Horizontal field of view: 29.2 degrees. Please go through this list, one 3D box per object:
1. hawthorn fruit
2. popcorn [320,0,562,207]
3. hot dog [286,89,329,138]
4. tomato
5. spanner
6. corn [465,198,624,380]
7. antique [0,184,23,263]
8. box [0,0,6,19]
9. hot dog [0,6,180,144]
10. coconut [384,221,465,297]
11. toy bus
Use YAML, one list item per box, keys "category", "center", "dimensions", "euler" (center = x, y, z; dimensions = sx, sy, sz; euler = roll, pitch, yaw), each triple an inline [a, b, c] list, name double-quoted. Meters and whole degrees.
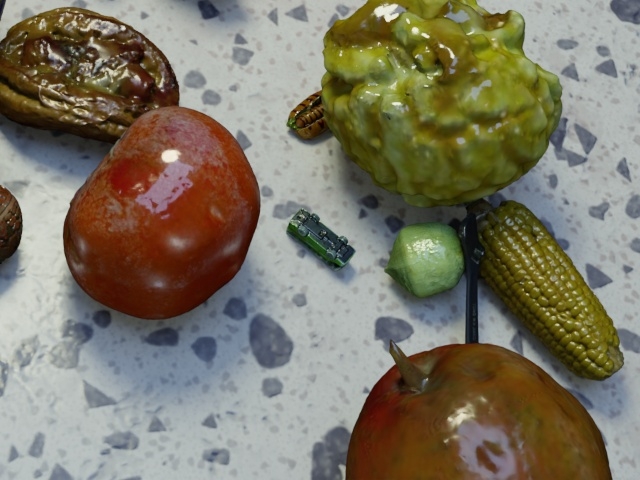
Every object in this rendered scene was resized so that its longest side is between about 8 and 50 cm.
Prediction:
- category: "hawthorn fruit"
  center: [0.146, 0.217, 1.219]
  dimensions: [0.277, 0.277, 0.298]
  euler: [-36, 107, -26]
- category: "popcorn"
  center: [0.144, -0.165, 1.425]
  dimensions: [0.282, 0.247, 0.282]
  euler: [2, 48, -2]
- category: "hot dog"
  center: [0.010, -0.168, 1.526]
  dimensions: [0.122, 0.037, 0.049]
  euler: [-39, 82, -25]
- category: "tomato"
  center: [-0.161, -0.027, 1.313]
  dimensions: [0.189, 0.232, 0.232]
  euler: [36, 60, -10]
- category: "spanner"
  center: [0.173, 0.072, 1.409]
  dimensions: [0.046, 0.012, 0.208]
  euler: [2, 88, -52]
- category: "corn"
  center: [0.261, 0.053, 1.446]
  dimensions: [0.097, 0.097, 0.261]
  euler: [-33, 77, -26]
- category: "antique"
  center: [-0.367, -0.017, 1.320]
  dimensions: [0.104, 0.104, 0.104]
  euler: [6, 63, -11]
- category: "box"
  center: [-0.482, -0.356, 1.393]
  dimensions: [0.106, 0.200, 0.299]
  euler: [-29, 73, -39]
- category: "hot dog"
  center: [-0.272, -0.183, 1.430]
  dimensions: [0.227, 0.099, 0.160]
  euler: [11, 63, -12]
- category: "coconut"
  center: [0.121, 0.023, 1.432]
  dimensions: [0.096, 0.088, 0.087]
  euler: [-12, 65, 8]
- category: "toy bus"
  center: [0.000, 0.000, 1.439]
  dimensions: [0.083, 0.037, 0.031]
  euler: [39, 61, 6]
